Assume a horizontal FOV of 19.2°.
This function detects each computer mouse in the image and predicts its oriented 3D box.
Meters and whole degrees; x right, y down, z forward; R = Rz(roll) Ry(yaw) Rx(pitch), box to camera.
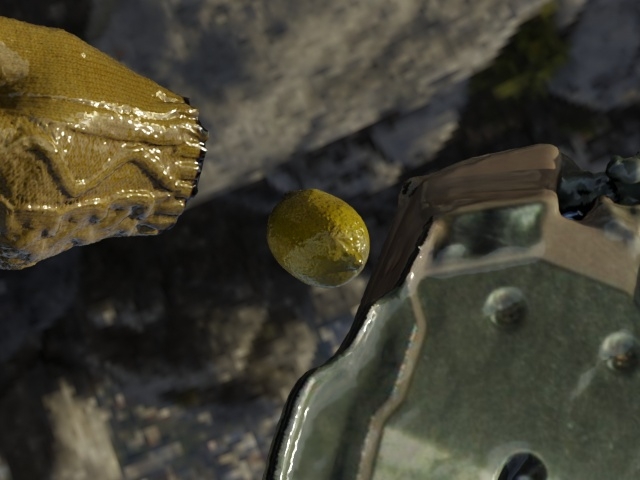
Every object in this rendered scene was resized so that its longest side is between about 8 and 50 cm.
[{"bbox_3d":[0.078,0.091,0.814,0.199,0.389,0.115,25,150,-5],"label":"computer mouse"}]

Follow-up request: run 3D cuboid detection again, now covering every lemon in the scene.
[{"bbox_3d":[0.000,0.000,1.659,0.082,0.111,0.082,-24,134,-27],"label":"lemon"}]

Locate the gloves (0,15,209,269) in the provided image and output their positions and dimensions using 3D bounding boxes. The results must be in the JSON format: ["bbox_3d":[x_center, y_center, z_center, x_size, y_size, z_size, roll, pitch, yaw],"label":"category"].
[{"bbox_3d":[-0.256,-0.077,1.520,0.356,0.155,0.203,9,127,-32],"label":"gloves"}]
